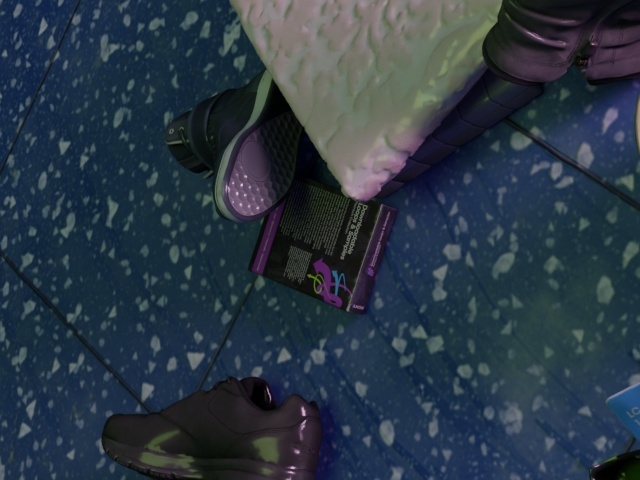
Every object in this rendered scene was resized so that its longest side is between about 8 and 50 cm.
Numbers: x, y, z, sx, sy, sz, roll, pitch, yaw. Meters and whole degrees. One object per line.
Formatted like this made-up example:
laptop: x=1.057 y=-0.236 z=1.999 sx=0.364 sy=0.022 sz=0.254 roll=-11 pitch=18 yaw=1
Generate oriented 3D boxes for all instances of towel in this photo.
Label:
towel: x=0.074 y=-0.253 z=1.653 sx=0.332 sy=0.053 sz=0.317 roll=-49 pitch=51 yaw=23

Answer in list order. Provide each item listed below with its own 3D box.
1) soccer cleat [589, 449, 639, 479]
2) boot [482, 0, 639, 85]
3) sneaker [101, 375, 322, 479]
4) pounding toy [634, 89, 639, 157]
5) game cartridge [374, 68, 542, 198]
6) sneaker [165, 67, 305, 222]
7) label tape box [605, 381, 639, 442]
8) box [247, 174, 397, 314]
soccer cleat: x=0.305 y=0.188 z=1.392 sx=0.179 sy=0.072 sz=0.060 roll=-21 pitch=67 yaw=39
boot: x=0.310 y=-0.233 z=1.433 sx=0.222 sy=0.338 sz=0.118 roll=90 pitch=179 yaw=-55
sneaker: x=-0.108 y=0.202 z=1.778 sx=0.286 sy=0.109 sz=0.130 roll=6 pitch=78 yaw=35
pounding toy: x=0.375 y=-0.076 z=1.386 sx=0.237 sy=0.110 sz=0.183 roll=33 pitch=94 yaw=13
game cartridge: x=0.076 y=-0.245 z=1.724 sx=0.230 sy=0.068 sz=0.355 roll=-32 pitch=60 yaw=30
sneaker: x=-0.102 y=-0.083 z=1.793 sx=0.163 sy=0.086 sz=0.226 roll=-21 pitch=32 yaw=36
label tape box: x=0.382 y=0.212 z=1.149 sx=0.249 sy=0.115 sz=0.347 roll=-33 pitch=101 yaw=31
box: x=0.000 y=0.000 z=1.759 sx=0.162 sy=0.029 sz=0.116 roll=22 pitch=95 yaw=46
